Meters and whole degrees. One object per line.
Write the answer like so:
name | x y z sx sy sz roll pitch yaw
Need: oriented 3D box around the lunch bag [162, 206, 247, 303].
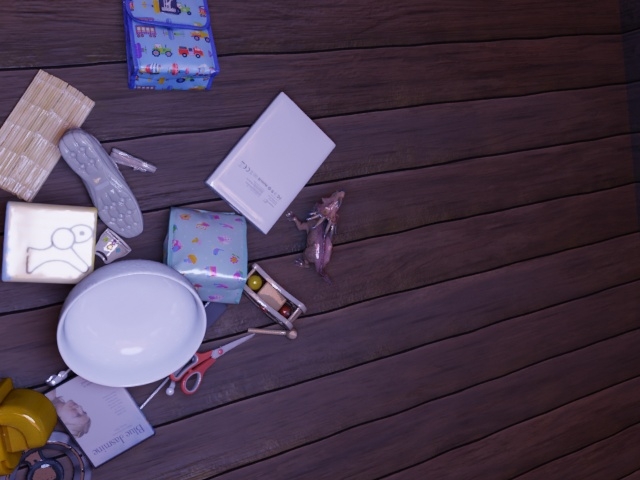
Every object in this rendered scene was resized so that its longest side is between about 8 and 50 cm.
lunch bag | -0.313 0.026 1.649 0.223 0.160 0.262 6 51 -15

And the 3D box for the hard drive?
hard drive | -0.143 -0.228 1.796 0.233 0.047 0.353 42 76 -20

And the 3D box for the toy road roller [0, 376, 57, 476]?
toy road roller | -0.766 0.387 1.426 0.240 0.202 0.330 -9 99 -12

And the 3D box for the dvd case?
dvd case | -0.569 0.448 1.568 0.180 0.022 0.253 -29 107 -6

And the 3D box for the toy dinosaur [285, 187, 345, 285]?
toy dinosaur | 0.000 0.000 1.788 0.127 0.200 0.296 -8 96 -24

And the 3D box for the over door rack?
over door rack | -0.514 0.350 1.617 0.324 0.108 0.240 -44 108 -17

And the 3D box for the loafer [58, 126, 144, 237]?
loafer | -0.555 -0.151 1.574 0.112 0.111 0.320 -22 120 1

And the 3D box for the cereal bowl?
cereal bowl | -0.457 0.183 1.475 0.338 0.141 0.339 -12 124 -18

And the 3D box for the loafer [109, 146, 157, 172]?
loafer | -0.504 -0.208 1.635 0.125 0.045 0.039 24 99 -17

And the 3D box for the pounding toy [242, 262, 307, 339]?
pounding toy | -0.149 0.207 1.754 0.269 0.154 0.155 46 74 -19

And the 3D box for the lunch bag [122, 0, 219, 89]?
lunch bag | -0.408 -0.565 1.630 0.220 0.138 0.294 -5 82 -24

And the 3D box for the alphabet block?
alphabet block | -0.660 0.005 1.486 0.197 0.193 0.193 5 92 -25

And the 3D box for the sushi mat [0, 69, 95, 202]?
sushi mat | -0.721 -0.264 1.539 0.151 0.019 0.317 33 78 -21

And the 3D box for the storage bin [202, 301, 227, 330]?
storage bin | -0.335 0.191 1.710 0.135 0.098 0.091 -48 138 -16

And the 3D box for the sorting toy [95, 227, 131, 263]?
sorting toy | -0.562 0.020 1.618 0.075 0.045 0.083 -46 110 -9

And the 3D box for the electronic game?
electronic game | -0.711 0.608 1.569 0.229 0.048 0.230 2 85 -29

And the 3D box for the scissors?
scissors | -0.299 0.312 1.707 0.297 0.021 0.109 -40 113 -39
